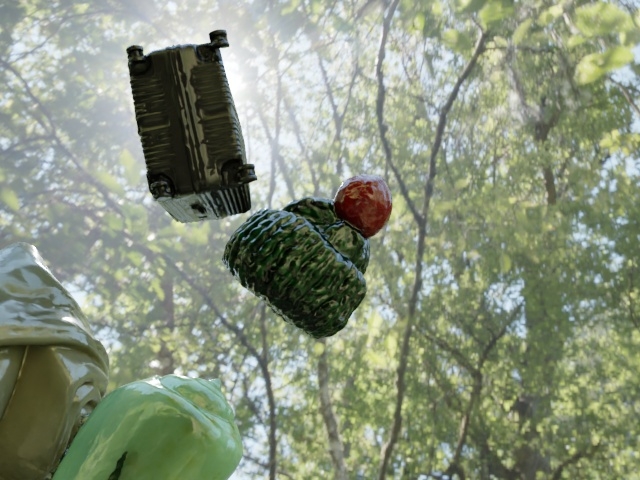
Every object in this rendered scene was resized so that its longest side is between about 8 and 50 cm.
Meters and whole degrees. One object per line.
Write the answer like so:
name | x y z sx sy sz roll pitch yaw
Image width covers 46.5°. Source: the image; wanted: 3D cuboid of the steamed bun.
steamed bun | -0.407 0.201 0.922 0.255 0.367 0.342 37 -57 -5

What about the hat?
hat | 0.000 0.000 1.434 0.274 0.242 0.332 44 -99 -25

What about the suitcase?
suitcase | -0.191 -0.156 1.178 0.152 0.335 0.229 -11 -95 -5

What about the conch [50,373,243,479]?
conch | -0.190 0.228 0.733 0.251 0.137 0.143 -38 -89 -14
